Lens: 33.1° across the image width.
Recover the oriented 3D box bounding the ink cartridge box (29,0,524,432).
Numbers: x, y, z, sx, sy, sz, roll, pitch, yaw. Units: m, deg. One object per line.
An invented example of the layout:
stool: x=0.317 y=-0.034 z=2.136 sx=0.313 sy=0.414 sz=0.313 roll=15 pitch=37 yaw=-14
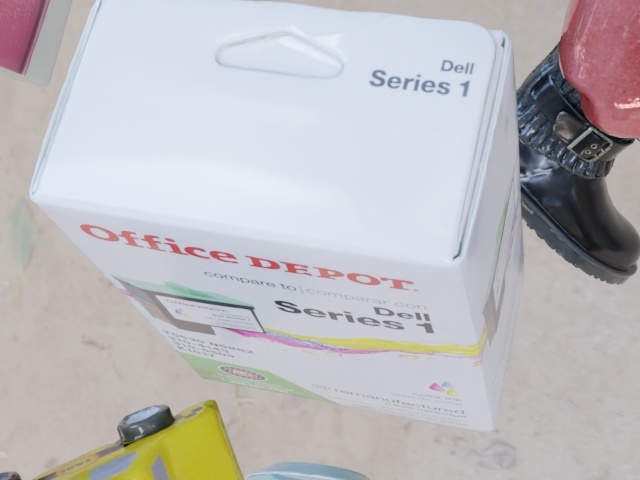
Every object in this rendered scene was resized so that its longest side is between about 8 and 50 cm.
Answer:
ink cartridge box: x=0.000 y=0.000 z=0.583 sx=0.201 sy=0.278 sz=0.117 roll=9 pitch=68 yaw=15

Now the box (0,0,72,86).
box: x=-0.378 y=-0.251 z=1.073 sx=0.148 sy=0.232 sz=0.127 roll=17 pitch=91 yaw=20

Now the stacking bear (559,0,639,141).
stacking bear: x=0.165 y=-0.022 z=0.197 sx=0.289 sy=0.175 sz=0.164 roll=-85 pitch=8 yaw=-60

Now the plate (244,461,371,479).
plate: x=-0.002 y=0.298 z=1.324 sx=0.188 sy=0.188 sz=0.024 roll=-7 pitch=63 yaw=34

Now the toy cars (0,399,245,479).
toy cars: x=-0.210 y=0.128 z=0.568 sx=0.087 sy=0.393 sz=0.176 roll=-6 pitch=64 yaw=67

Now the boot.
boot: x=0.377 y=-0.109 z=1.417 sx=0.260 sy=0.348 sz=0.131 roll=-42 pitch=28 yaw=24
